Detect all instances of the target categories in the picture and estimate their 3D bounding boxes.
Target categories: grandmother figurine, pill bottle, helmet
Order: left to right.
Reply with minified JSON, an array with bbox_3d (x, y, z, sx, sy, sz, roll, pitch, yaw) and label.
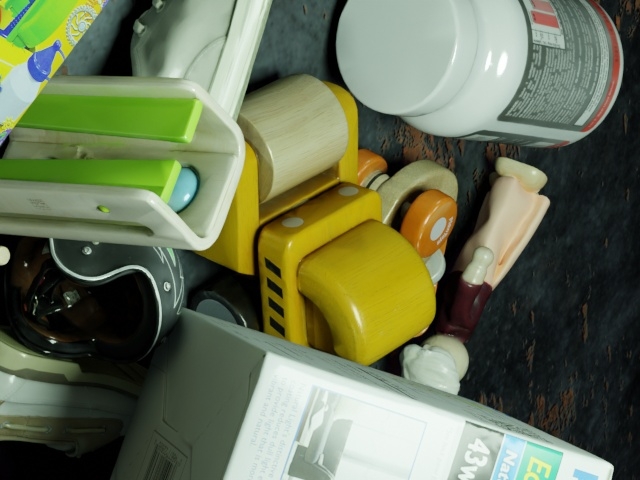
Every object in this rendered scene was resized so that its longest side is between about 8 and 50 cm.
[{"bbox_3d":[-0.218,0.039,1.720,0.161,0.169,0.169,7,101,-31],"label":"helmet"},{"bbox_3d":[0.201,0.060,2.283,0.208,0.104,0.342,74,39,-69],"label":"grandmother figurine"},{"bbox_3d":[0.196,-0.225,2.095,0.363,0.210,0.210,2,105,-52],"label":"pill bottle"}]

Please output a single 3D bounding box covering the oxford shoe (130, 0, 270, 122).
[{"bbox_3d":[-0.117,-0.232,1.763,0.169,0.130,0.449,104,4,-87],"label":"oxford shoe"}]

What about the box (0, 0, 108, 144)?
[{"bbox_3d":[-0.338,-0.258,1.430,0.279,0.177,0.290,-57,142,-18],"label":"box"}]

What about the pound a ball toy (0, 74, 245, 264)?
[{"bbox_3d":[-0.245,-0.031,1.575,0.136,0.319,0.208,48,53,-51],"label":"pound a ball toy"}]

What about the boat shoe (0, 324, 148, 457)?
[{"bbox_3d":[-0.259,0.167,1.797,0.302,0.113,0.103,22,97,-49],"label":"boat shoe"}]

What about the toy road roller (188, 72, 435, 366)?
[{"bbox_3d":[0.000,0.000,1.924,0.202,0.240,0.330,-30,128,-41],"label":"toy road roller"}]

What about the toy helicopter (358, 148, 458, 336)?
[{"bbox_3d":[0.074,0.062,2.177,0.235,0.140,0.355,5,114,-62],"label":"toy helicopter"}]

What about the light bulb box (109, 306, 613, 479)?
[{"bbox_3d":[0.023,0.236,1.676,0.361,0.358,0.225,20,89,-19],"label":"light bulb box"}]
